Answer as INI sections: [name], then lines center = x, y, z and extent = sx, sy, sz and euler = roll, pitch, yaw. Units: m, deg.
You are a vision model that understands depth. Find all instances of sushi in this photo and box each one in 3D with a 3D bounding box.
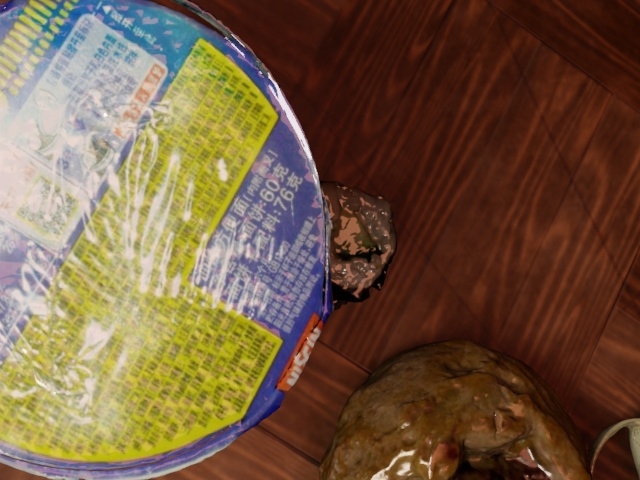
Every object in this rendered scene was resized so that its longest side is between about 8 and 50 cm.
[sushi]
center = 0.001, 0.001, 1.169
extent = 0.098, 0.084, 0.094
euler = 25, 75, -13

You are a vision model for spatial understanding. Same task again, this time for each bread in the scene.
[bread]
center = 0.111, 0.189, 1.162
extent = 0.230, 0.123, 0.230
euler = 6, 77, -25

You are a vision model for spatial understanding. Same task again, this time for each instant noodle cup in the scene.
[instant noodle cup]
center = -0.179, 0.013, 0.963
extent = 0.284, 0.312, 0.284
euler = 4, 79, -24

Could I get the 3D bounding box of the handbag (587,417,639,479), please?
[handbag]
center = 0.321, 0.251, 1.266
extent = 0.219, 0.079, 0.256
euler = -12, 84, -21
